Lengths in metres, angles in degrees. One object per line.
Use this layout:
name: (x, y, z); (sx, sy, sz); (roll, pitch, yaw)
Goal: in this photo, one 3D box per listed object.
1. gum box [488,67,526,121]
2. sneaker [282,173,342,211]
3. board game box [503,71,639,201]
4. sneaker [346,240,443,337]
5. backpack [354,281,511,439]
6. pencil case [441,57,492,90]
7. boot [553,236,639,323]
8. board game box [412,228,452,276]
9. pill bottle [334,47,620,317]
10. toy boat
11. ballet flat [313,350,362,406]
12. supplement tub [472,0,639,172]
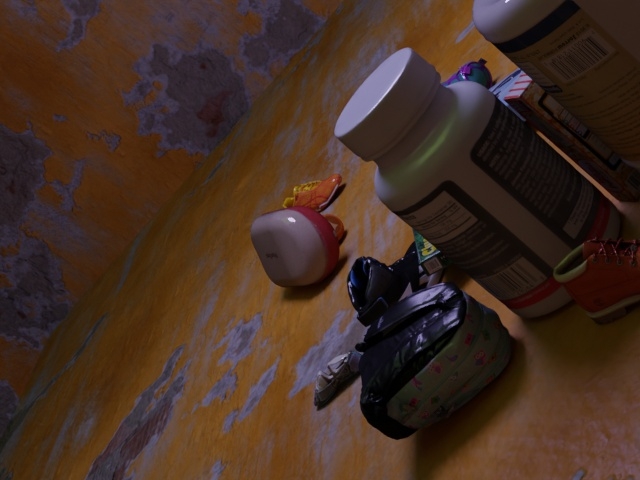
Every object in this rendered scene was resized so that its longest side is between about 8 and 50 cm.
gum box: (0.289, -0.213, 1.761); (0.184, 0.041, 0.157); (-33, 15, 47)
sneaker: (-0.020, -0.094, 2.361); (0.175, 0.067, 0.064); (-35, 21, 42)
board game box: (0.328, -0.160, 1.295); (0.147, 0.193, 0.045); (-53, 16, -7)
sneaker: (0.104, 0.044, 1.607); (0.079, 0.121, 0.217); (-39, 20, 36)
backpack: (0.134, 0.137, 1.334); (0.182, 0.115, 0.152); (-44, 29, 23)
pencil case: (0.241, -0.269, 2.005); (0.151, 0.070, 0.064); (-26, 30, 59)
boot: (0.312, 0.022, 1.144); (0.158, 0.084, 0.059); (-37, 20, 37)
board game box: (0.196, -0.043, 1.644); (0.136, 0.030, 0.260); (-27, 21, 12)
pill bottle: (0.175, -0.069, 1.292); (0.176, 0.318, 0.176); (-46, 16, 17)
toy boat: (-0.023, -0.002, 2.090); (0.151, 0.151, 0.231); (-26, 7, -21)
ballet flat: (0.018, 0.199, 1.658); (0.114, 0.041, 0.041); (-45, 17, 24)
supplement tub: (0.338, -0.208, 1.142); (0.228, 0.316, 0.228); (-46, 17, 18)
